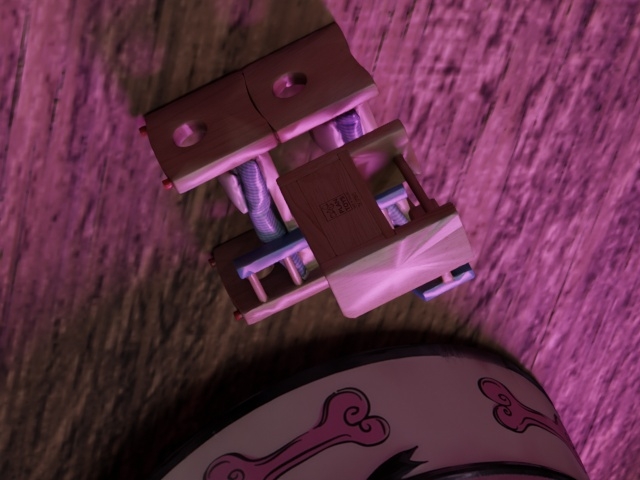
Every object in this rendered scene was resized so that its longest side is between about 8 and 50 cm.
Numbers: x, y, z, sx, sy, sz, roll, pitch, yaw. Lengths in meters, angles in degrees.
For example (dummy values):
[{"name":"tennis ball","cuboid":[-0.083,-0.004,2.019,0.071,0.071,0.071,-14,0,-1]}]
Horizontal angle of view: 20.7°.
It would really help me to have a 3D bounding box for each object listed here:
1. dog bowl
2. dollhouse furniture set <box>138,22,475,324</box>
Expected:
[{"name":"dog bowl","cuboid":[0.035,0.274,1.203,0.408,0.150,0.408,-18,132,-21]},{"name":"dollhouse furniture set","cuboid":[0.000,0.000,0.971,0.129,0.183,0.129,-26,133,-2]}]
